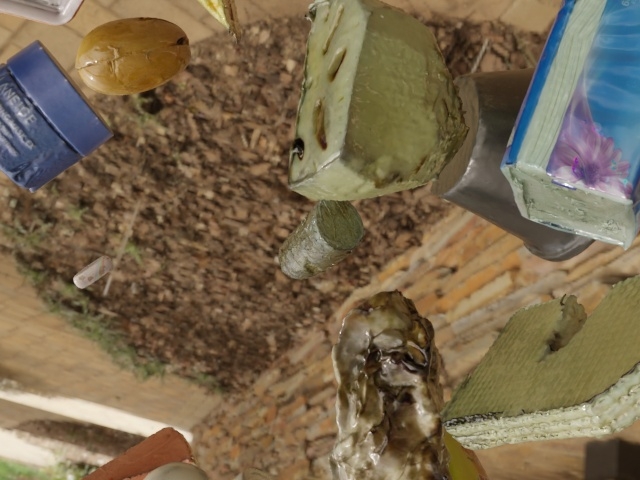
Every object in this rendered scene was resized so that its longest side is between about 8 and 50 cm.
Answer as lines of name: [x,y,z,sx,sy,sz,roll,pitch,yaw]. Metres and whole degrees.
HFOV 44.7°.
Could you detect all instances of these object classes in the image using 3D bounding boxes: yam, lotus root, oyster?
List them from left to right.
yam: [0.000,0.000,1.298,0.107,0.107,0.183,21,151,-17]
lotus root: [0.054,-0.097,0.554,0.144,0.143,0.070,3,176,-37]
oyster: [0.100,0.243,0.819,0.111,0.396,0.204,-2,-177,29]

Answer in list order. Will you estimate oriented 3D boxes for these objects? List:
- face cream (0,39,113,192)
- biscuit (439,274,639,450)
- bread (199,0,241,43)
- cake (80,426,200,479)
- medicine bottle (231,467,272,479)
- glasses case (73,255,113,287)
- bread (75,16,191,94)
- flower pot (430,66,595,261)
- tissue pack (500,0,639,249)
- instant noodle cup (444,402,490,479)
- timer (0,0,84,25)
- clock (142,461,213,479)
face cream: [-0.594,-0.252,1.618,0.249,0.225,0.249,50,175,6]
biscuit: [0.202,0.090,0.601,0.046,0.147,0.250,45,150,-6]
bread: [-0.216,-0.601,1.574,0.242,0.345,0.405,-42,115,12]
cake: [-0.319,0.402,1.322,0.225,0.090,0.109,-17,135,-12]
medicine bottle: [-0.203,0.535,1.288,0.341,0.130,0.130,-43,134,8]
glasses case: [-0.447,0.062,1.533,0.021,0.083,0.032,36,158,54]
bread: [-0.285,-0.290,1.207,0.189,0.114,0.077,-21,-178,-23]
flower pot: [0.342,-0.170,1.360,0.251,0.379,0.379,11,156,-14]
tissue pack: [0.306,-0.149,0.821,0.146,0.263,0.198,20,173,24]
instant noodle cup: [0.178,0.424,1.420,0.264,0.200,0.264,-10,138,-9]
timer: [-0.422,-0.447,1.097,0.250,0.161,0.257,19,134,-35]
clock: [-0.081,0.263,0.591,0.166,0.162,0.093,25,154,-7]
